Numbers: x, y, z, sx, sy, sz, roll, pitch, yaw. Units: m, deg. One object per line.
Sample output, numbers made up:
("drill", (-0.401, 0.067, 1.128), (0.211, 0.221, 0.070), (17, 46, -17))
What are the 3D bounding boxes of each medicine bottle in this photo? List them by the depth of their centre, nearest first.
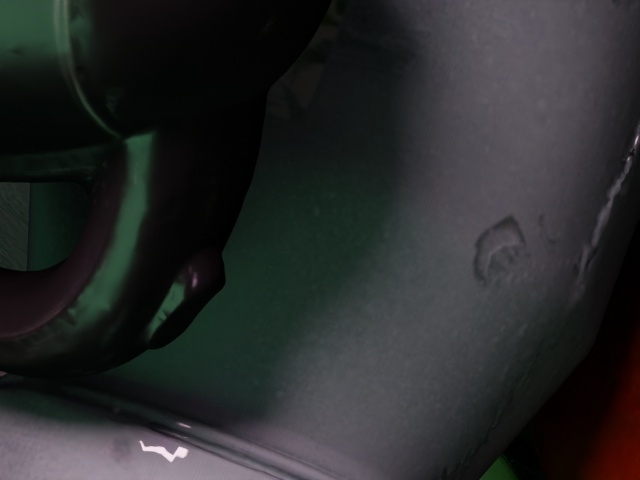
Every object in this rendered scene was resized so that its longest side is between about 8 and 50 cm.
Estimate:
("medicine bottle", (0.000, 0.000, 0.709), (0.245, 0.290, 0.245), (18, 165, 5))

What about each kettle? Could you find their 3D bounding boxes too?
("kettle", (-0.125, -0.095, 0.576), (0.290, 0.207, 0.268), (24, 119, 27))

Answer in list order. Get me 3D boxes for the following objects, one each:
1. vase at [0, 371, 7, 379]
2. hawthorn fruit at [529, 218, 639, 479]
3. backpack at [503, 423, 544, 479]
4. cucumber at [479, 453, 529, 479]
("vase", (-0.224, 0.094, 1.376), (0.060, 0.211, 0.060), (31, 156, 16))
("hawthorn fruit", (0.190, 0.086, 0.771), (0.261, 0.224, 0.224), (37, 159, 28))
("backpack", (0.165, 0.109, 0.980), (0.120, 0.106, 0.165), (52, 175, -23))
("cucumber", (0.070, 0.094, 1.134), (0.115, 0.063, 0.244), (-7, 131, 48))
